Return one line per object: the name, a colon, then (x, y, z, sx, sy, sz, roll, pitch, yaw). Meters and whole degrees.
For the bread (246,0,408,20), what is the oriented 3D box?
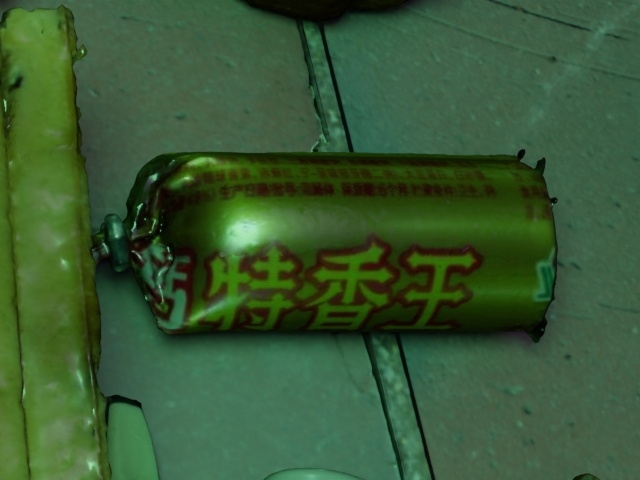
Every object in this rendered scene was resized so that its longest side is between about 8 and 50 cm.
bread: (-0.008, -0.269, 1.082, 0.246, 0.135, 0.232, 14, 61, -15)

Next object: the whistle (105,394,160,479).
whistle: (-0.108, 0.202, 0.849, 0.114, 0.077, 0.236, 22, 48, -46)

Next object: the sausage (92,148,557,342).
sausage: (0.000, -0.002, 0.960, 0.317, 0.117, 0.125, 1, 104, -22)

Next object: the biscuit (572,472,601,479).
biscuit: (0.213, 0.217, 0.999, 0.130, 0.019, 0.119, 7, 63, -18)

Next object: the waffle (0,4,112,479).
waffle: (-0.184, 0.049, 0.809, 0.091, 0.213, 0.308, 4, 63, -22)

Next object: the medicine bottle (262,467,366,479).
medicine bottle: (-0.006, 0.207, 0.880, 0.080, 0.080, 0.130, 15, 61, -14)
